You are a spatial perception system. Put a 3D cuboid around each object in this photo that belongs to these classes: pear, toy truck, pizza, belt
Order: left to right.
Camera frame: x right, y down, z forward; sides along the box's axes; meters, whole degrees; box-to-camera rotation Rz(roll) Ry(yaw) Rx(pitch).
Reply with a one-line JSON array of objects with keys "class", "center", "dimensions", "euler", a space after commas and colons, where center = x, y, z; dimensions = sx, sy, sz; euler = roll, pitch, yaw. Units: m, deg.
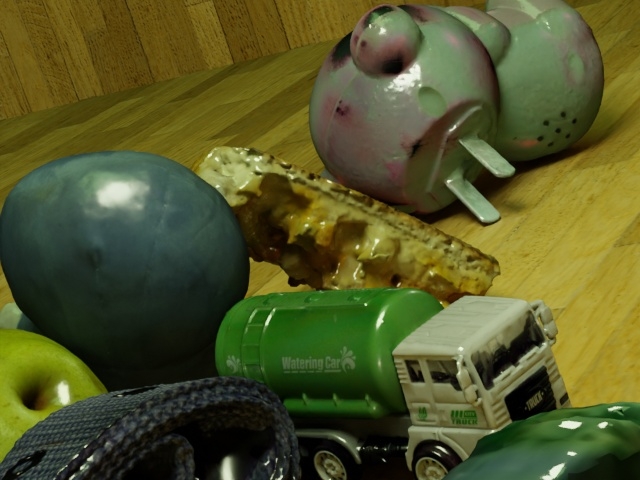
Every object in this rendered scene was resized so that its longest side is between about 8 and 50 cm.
[{"class": "pear", "center": [-0.226, 0.160, 1.134], "dimensions": [0.216, 0.166, 0.180], "euler": [-60, 5, 40]}, {"class": "belt", "center": [-0.122, 0.168, 1.000], "dimensions": [0.126, 0.139, 0.230], "euler": [-13, 16, 43]}, {"class": "pizza", "center": [-0.022, -0.008, 1.380], "dimensions": [0.087, 0.258, 0.268], "euler": [-66, 22, -4]}, {"class": "toy truck", "center": [0.039, 0.090, 1.093], "dimensions": [0.242, 0.125, 0.101], "euler": [-3, 20, 44]}]

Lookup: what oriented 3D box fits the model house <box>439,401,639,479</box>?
[{"class": "model house", "center": [0.134, 0.197, 0.364], "dimensions": [0.284, 0.243, 0.298], "euler": [0, 33, 42]}]

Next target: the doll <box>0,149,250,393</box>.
[{"class": "doll", "center": [-0.138, 0.044, 1.222], "dimensions": [0.228, 0.258, 0.154], "euler": [5, 36, 12]}]

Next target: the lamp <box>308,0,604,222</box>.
[{"class": "lamp", "center": [0.141, -0.122, 1.658], "dimensions": [0.301, 0.247, 0.247], "euler": [-15, 50, -34]}]
